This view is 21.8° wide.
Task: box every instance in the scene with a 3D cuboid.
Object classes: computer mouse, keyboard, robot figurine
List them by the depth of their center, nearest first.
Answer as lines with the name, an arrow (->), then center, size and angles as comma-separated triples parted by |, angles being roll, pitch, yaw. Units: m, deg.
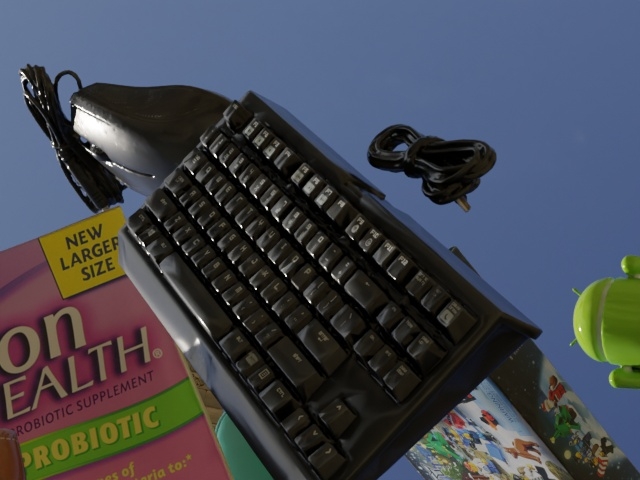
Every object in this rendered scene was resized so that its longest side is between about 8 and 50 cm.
keyboard -> 0.000, 0.000, 0.495 | 0.108, 0.023, 0.180 | -42, -146, -2
robot figurine -> 0.243, 0.062, 1.250 | 0.115, 0.101, 0.067 | 4, 178, 30
computer mouse -> -0.171, -0.082, 1.592 | 0.272, 0.188, 0.072 | 3, -135, 36

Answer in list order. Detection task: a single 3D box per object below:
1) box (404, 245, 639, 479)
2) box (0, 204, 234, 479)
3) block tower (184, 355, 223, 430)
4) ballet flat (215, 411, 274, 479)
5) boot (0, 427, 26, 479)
box -> 0.098, 0.110, 1.090 | 0.044, 0.233, 0.159 | -50, -161, -28
box -> -0.176, 0.134, 1.001 | 0.213, 0.117, 0.243 | -21, -95, -12
block tower -> -0.146, 0.129, 1.754 | 0.091, 0.335, 0.097 | 17, -178, -36
ballet flat -> -0.023, 0.265, 1.480 | 0.095, 0.096, 0.280 | -40, -138, 15
boot -> -0.181, 0.164, 0.533 | 0.283, 0.109, 0.220 | 4, -111, -46
